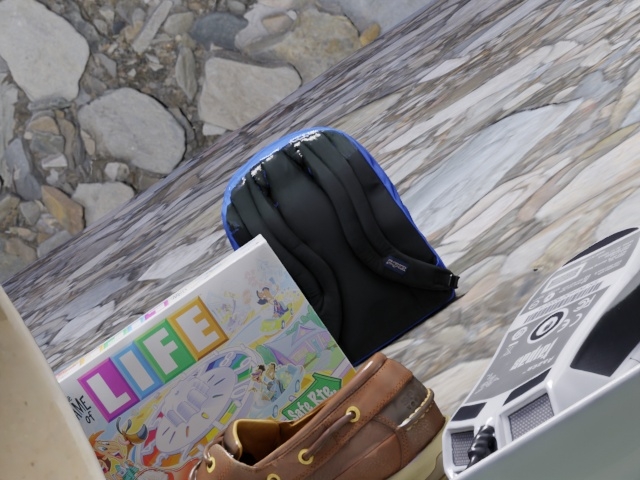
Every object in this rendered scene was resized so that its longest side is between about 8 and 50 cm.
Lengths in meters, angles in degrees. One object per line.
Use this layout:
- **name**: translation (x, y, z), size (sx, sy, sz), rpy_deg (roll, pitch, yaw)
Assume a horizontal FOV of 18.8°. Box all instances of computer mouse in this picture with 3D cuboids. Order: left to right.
- **computer mouse**: translation (0.082, 0.064, 0.687), size (0.106, 0.042, 0.193), rpy_deg (-31, 14, 49)

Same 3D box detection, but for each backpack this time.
- **backpack**: translation (0.000, 0.000, 1.052), size (0.098, 0.120, 0.101), rpy_deg (-35, 9, -3)

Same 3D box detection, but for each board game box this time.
- **board game box**: translation (-0.061, 0.083, 0.885), size (0.154, 0.103, 0.026), rpy_deg (-35, 9, -2)

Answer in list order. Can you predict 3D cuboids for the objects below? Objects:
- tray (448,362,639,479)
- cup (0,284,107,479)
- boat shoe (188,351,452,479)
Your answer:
- **tray**: translation (0.070, 0.082, 0.499), size (0.270, 0.030, 0.145), rpy_deg (-33, -26, 8)
- **cup**: translation (-0.242, 0.101, 0.690), size (0.237, 0.331, 0.331), rpy_deg (-32, 9, 6)
- **boat shoe**: translation (-0.023, 0.100, 0.798), size (0.178, 0.060, 0.064), rpy_deg (-30, 10, 27)
